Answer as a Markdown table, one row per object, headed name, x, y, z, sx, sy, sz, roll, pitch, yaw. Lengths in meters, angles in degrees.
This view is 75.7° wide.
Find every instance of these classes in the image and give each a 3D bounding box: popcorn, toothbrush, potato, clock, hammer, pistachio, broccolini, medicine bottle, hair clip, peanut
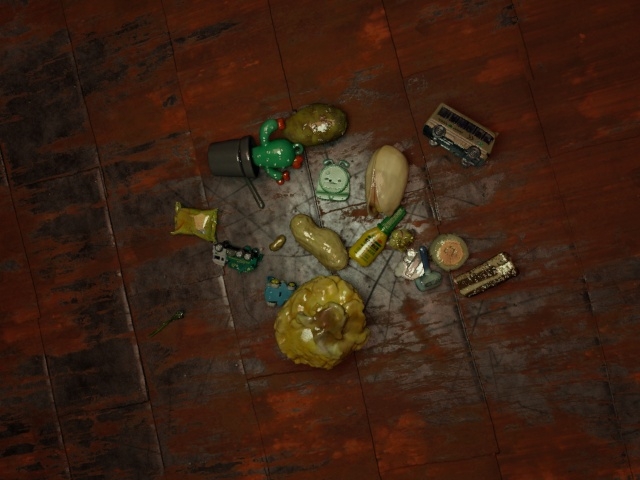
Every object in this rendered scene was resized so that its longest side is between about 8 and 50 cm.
| name | x | y | z | sx | sy | sz | roll | pitch | yaw |
| --- | --- | --- | --- | --- | --- | --- | --- | --- | --- |
| popcorn | 0.011 | 0.331 | 1.698 | 0.390 | 0.353 | 0.344 | -25 | 125 | 39 |
| toothbrush | -0.336 | -0.275 | 1.891 | 0.030 | 0.031 | 0.297 | -31 | 87 | 33 |
| potato | -0.030 | -0.501 | 1.789 | 0.299 | 0.141 | 0.175 | -6 | 80 | 8 |
| clock | 0.057 | -0.267 | 1.816 | 0.148 | 0.060 | 0.188 | 4 | 89 | 9 |
| popcorn | 0.347 | -0.001 | 1.755 | 0.089 | 0.109 | 0.096 | 30 | 136 | 27 |
| hammer | 0.441 | 0.114 | 1.721 | 0.116 | 0.069 | 0.193 | -19 | 105 | -15 |
| pistachio | 0.268 | -0.248 | 1.721 | 0.188 | 0.187 | 0.298 | 9 | 88 | 8 |
| broccolini | -0.732 | 0.392 | 1.942 | 0.218 | 0.042 | 0.044 | -32 | 85 | 9 |
| medicine bottle | 0.252 | -0.024 | 1.779 | 0.111 | 0.076 | 0.309 | 40 | 94 | -7 |
| hair clip | 0.399 | 0.104 | 1.771 | 0.116 | 0.049 | 0.172 | 32 | 97 | 12 |
| potato | -0.192 | 0.014 | 1.860 | 0.092 | 0.046 | 0.045 | -47 | 48 | -4 |
| peanut | 0.000 | 0.000 | 1.788 | 0.319 | 0.147 | 0.147 | 43 | 96 | 10 |

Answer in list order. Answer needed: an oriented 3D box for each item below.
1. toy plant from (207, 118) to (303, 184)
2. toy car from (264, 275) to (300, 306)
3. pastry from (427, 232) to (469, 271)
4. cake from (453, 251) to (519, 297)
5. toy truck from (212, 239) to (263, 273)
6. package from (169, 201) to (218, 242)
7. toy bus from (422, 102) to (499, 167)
| name | x | y | z | sx | sy | sz | roll | pitch | yaw |
| --- | --- | --- | --- | --- | --- | --- | --- | --- | --- |
| toy plant | -0.272 | -0.373 | 1.778 | 0.401 | 0.185 | 0.279 | -3 | 99 | 6 |
| toy car | -0.173 | 0.219 | 1.845 | 0.162 | 0.098 | 0.126 | 1 | 119 | -19 |
| pastry | 0.538 | 0.048 | 1.730 | 0.166 | 0.088 | 0.165 | 0 | 88 | 9 |
| cake | 0.704 | 0.145 | 1.729 | 0.246 | 0.135 | 0.112 | -39 | 70 | 35 |
| toy truck | -0.379 | 0.081 | 1.859 | 0.216 | 0.110 | 0.116 | 14 | 103 | 8 |
| package | -0.580 | -0.084 | 1.894 | 0.227 | 0.090 | 0.168 | 8 | 93 | 6 |
| toy bus | 0.576 | -0.433 | 1.703 | 0.290 | 0.139 | 0.157 | 35 | 90 | 11 |
